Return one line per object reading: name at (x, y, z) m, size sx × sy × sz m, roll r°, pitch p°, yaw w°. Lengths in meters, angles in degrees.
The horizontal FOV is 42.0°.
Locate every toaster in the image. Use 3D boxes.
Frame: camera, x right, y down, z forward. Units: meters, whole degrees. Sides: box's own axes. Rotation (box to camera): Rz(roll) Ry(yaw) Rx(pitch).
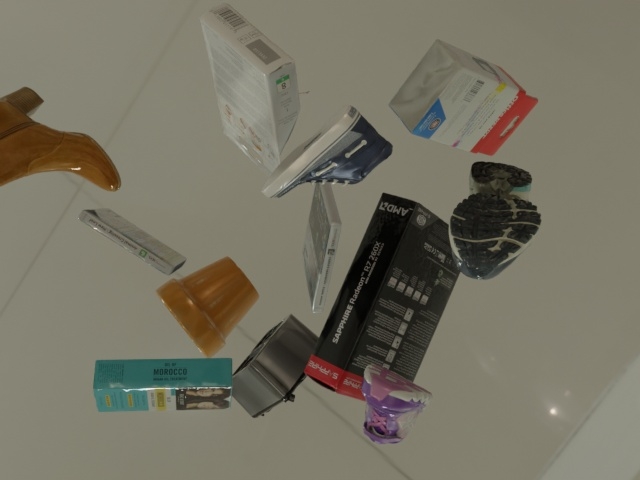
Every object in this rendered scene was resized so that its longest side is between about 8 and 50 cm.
toaster at (-0.089, 0.257, 1.696) m, size 0.110 × 0.185 × 0.168 m, roll 43°, pitch -128°, yaw -5°

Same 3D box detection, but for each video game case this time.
video game case at (-0.352, -0.001, 1.592) m, size 0.193 × 0.023 × 0.212 m, roll 33°, pitch -179°, yaw -4°
video game case at (0.000, 0.000, 1.418) m, size 0.022 × 0.173 × 0.190 m, roll 5°, pitch -151°, yaw -10°

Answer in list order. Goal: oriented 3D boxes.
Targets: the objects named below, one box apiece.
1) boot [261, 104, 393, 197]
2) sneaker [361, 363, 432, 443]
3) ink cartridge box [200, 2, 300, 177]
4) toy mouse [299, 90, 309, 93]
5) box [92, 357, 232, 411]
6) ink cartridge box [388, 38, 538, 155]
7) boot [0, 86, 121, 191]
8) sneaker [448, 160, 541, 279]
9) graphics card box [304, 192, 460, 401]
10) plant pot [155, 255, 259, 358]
boot at (0.006, -0.095, 1.118) m, size 0.086 × 0.190 × 0.069 m, roll 41°, pitch -141°, yaw -16°
sneaker at (0.099, 0.244, 1.194) m, size 0.095 × 0.105 × 0.236 m, roll 29°, pitch 174°, yaw 18°
ink cartridge box at (-0.094, -0.205, 1.210) m, size 0.181 × 0.056 × 0.225 m, roll 45°, pitch 158°, yaw 34°
toy mouse at (-0.101, -0.285, 1.599) m, size 0.160 × 0.031 × 0.143 m, roll -4°, pitch -169°, yaw -1°
box at (-0.283, 0.264, 1.517) m, size 0.244 × 0.101 × 0.060 m, roll 0°, pitch -126°, yaw -8°
ink cartridge box at (0.238, -0.225, 1.357) m, size 0.231 × 0.134 × 0.078 m, roll 8°, pitch -142°, yaw -46°
boot at (-0.558, -0.153, 1.631) m, size 0.295 × 0.104 × 0.211 m, roll 43°, pitch -133°, yaw -7°
sneaker at (0.233, -0.003, 1.106) m, size 0.110 × 0.122 × 0.283 m, roll 10°, pitch -153°, yaw 15°
graphics card box at (0.135, 0.122, 1.571) m, size 0.094 × 0.371 × 0.232 m, roll 21°, pitch 176°, yaw 42°
plant pot at (-0.255, 0.143, 1.972) m, size 0.205 × 0.188 × 0.205 m, roll 49°, pitch 168°, yaw 14°
